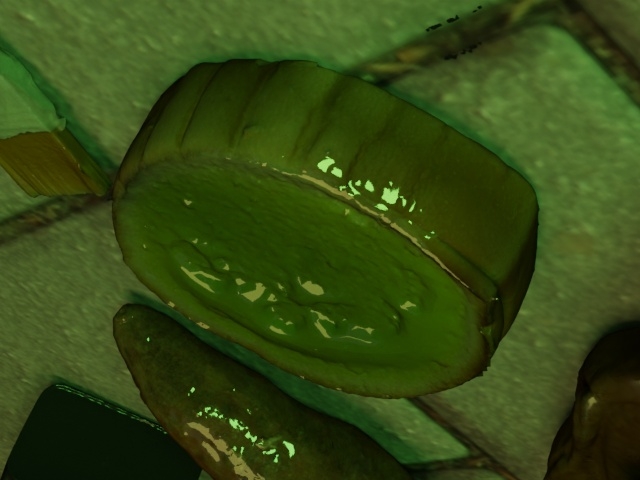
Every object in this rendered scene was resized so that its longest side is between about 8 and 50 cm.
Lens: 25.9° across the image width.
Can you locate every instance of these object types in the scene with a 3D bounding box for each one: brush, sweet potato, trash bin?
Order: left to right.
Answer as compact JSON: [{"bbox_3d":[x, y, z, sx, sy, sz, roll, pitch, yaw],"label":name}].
[{"bbox_3d":[-0.232,-0.136,0.742,0.085,0.020,0.336,0,142,38],"label":"brush"},{"bbox_3d":[-0.201,0.232,1.216,0.165,0.115,0.225,25,148,-3],"label":"trash bin"},{"bbox_3d":[-0.030,0.146,0.981,0.292,0.097,0.097,40,147,-19],"label":"sweet potato"}]

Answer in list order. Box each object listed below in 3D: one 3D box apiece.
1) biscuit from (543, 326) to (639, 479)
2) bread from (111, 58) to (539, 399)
[{"bbox_3d":[0.287,0.179,0.837,0.359,0.074,0.381,28,147,-4],"label":"biscuit"},{"bbox_3d":[0.000,0.000,0.745,0.236,0.070,0.236,18,149,12],"label":"bread"}]
